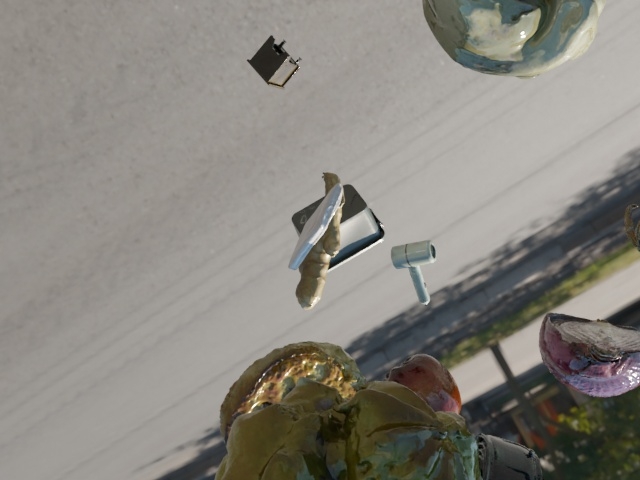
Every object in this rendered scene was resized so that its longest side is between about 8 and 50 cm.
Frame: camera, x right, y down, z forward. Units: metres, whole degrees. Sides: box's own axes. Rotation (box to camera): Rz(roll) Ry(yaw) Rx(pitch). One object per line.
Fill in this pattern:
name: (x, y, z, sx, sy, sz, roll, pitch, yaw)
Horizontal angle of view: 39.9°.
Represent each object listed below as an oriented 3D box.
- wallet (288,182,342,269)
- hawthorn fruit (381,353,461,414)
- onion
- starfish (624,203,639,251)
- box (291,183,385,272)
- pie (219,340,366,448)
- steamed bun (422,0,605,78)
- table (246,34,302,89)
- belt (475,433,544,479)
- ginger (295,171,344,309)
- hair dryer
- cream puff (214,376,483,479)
wallet: (-0.007, -0.025, 1.679, 0.183, 0.032, 0.124, -51, -169, 52)
hawthorn fruit: (0.211, 0.328, 1.786, 0.169, 0.188, 0.169, -42, 171, -8)
onion: (0.617, 0.280, 1.993, 0.267, 0.159, 0.349, 12, -170, 18)
starfish: (0.681, -0.007, 1.805, 0.074, 0.146, 0.190, -58, 171, 14)
box: (0.042, -0.038, 2.447, 0.243, 0.163, 0.135, -29, 135, -4)
pie: (-0.052, 0.336, 1.729, 0.315, 0.092, 0.315, -7, 117, -13)
steamed bun: (0.334, -0.421, 1.616, 0.352, 0.339, 0.247, -68, -179, -64)
table: (-0.098, -0.400, 1.972, 0.082, 0.083, 0.070, -46, 161, 21)
belt: (0.246, 0.424, 1.347, 0.206, 0.116, 0.267, -72, 180, -62)
ginger: (0.000, 0.000, 2.103, 0.081, 0.148, 0.333, 12, 114, -16)
hair dryer: (0.198, 0.068, 1.751, 0.082, 0.137, 0.047, -10, -161, 25)
cream puff: (0.048, 0.326, 1.090, 0.378, 0.378, 0.275, -17, 156, -32)
